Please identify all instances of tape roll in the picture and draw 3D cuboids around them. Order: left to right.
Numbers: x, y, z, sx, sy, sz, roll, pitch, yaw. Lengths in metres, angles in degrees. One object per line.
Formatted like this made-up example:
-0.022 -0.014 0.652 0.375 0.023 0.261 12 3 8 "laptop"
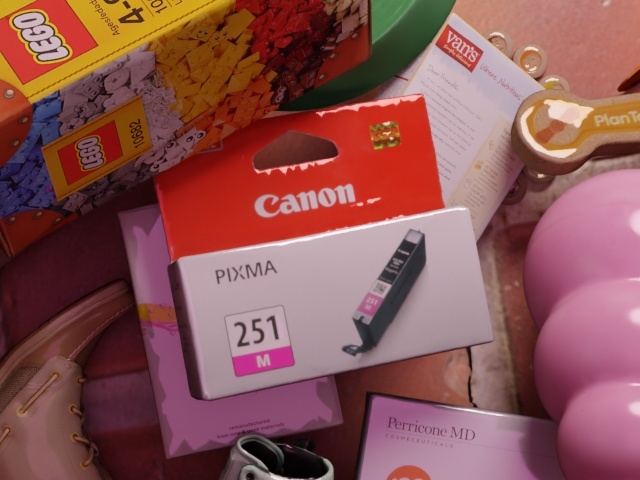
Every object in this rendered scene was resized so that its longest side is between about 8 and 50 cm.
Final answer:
-0.019 -0.285 1.575 0.321 0.077 0.321 -7 70 19 "tape roll"

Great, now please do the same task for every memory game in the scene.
0.166 -0.124 1.669 0.186 0.012 0.186 0 88 -1 "memory game"

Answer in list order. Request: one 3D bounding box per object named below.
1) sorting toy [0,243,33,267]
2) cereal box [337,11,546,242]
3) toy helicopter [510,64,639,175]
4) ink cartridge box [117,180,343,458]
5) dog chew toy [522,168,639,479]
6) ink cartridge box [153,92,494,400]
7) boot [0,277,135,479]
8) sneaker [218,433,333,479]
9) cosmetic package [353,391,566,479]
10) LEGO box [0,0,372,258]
-0.368 -0.120 1.592 0.229 0.041 0.307 -38 104 -21 "sorting toy"
0.110 -0.080 1.595 0.173 0.047 0.240 35 85 -34 "cereal box"
0.354 -0.135 1.607 0.355 0.140 0.235 -6 67 -11 "toy helicopter"
-0.086 0.074 1.574 0.168 0.171 0.232 -11 87 -3 "ink cartridge box"
0.281 0.098 1.478 0.206 0.206 0.332 9 53 -1 "dog chew toy"
0.000 0.000 1.471 0.275 0.060 0.239 -10 89 -15 "ink cartridge box"
-0.234 0.184 1.604 0.262 0.095 0.203 -42 89 -1 "boot"
-0.104 0.235 1.498 0.256 0.094 0.151 4 113 8 "sneaker"
0.208 0.310 1.561 0.377 0.097 0.284 9 85 -1 "cosmetic package"
-0.243 -0.292 1.449 0.372 0.193 0.500 -30 63 -15 "LEGO box"
